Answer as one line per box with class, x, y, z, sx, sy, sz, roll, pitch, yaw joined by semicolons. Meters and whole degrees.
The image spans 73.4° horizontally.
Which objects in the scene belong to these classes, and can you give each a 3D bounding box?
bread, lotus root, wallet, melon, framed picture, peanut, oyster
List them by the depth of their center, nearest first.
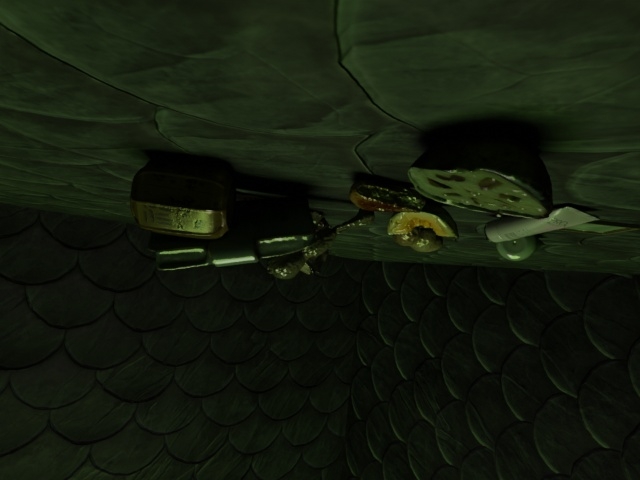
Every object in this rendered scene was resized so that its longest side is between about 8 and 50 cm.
lotus root;0.216;-0.091;0.568;0.184;0.077;0.204;17;176;24
bread;0.112;-0.086;0.862;0.155;0.054;0.136;14;172;-18
melon;0.230;-0.058;0.966;0.161;0.079;0.128;5;157;23
wallet;-0.192;-0.025;0.978;0.361;0.083;0.252;-7;-150;-7
framed picture;0.625;-0.035;1.037;0.201;0.010;0.136;7;176;3
oyster;-0.086;0.008;1.233;0.133;0.197;0.337;-16;169;30
peanut;0.280;-0.018;1.259;0.104;0.085;0.228;-11;163;43

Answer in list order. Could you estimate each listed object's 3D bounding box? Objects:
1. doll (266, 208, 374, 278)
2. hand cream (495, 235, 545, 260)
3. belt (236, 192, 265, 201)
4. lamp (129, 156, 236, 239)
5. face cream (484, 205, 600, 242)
doll;-0.001;0.001;1.068;0.286;0.091;0.203;-31;179;20
hand cream;0.556;0.003;1.214;0.147;0.093;0.306;7;-175;27
belt;-0.253;-0.106;1.116;0.232;0.053;0.071;9;175;-35
lamp;-0.266;-0.082;0.849;0.185;0.161;0.161;5;175;-3
face cream;0.476;-0.039;0.959;0.092;0.058;0.244;13;167;-20
